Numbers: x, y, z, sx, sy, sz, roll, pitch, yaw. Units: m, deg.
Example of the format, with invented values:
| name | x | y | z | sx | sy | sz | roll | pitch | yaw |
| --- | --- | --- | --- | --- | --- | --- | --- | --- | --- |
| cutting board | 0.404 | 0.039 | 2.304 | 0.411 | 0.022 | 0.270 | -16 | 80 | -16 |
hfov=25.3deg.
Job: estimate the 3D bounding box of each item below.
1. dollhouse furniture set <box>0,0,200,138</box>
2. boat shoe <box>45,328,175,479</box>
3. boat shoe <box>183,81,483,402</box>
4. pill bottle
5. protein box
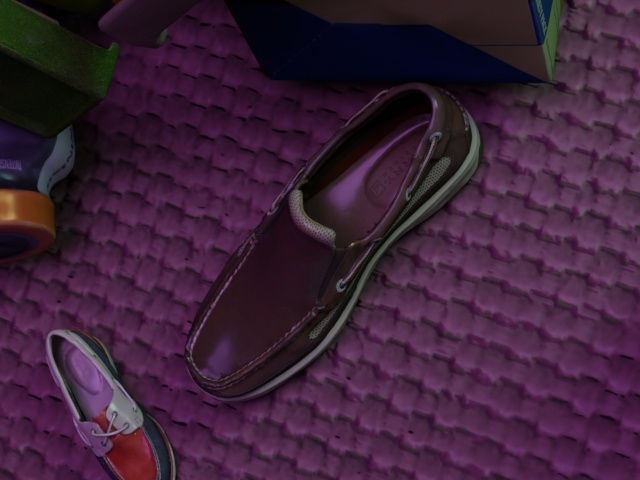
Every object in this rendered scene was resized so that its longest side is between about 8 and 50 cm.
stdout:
| name | x | y | z | sx | sy | sz | roll | pitch | yaw |
| --- | --- | --- | --- | --- | --- | --- | --- | --- | --- |
| dollhouse furniture set | -0.143 | -0.218 | 0.856 | 0.301 | 0.151 | 0.197 | -26 | 46 | 51 |
| boat shoe | -0.146 | 0.118 | 0.973 | 0.049 | 0.043 | 0.137 | -34 | 70 | 5 |
| boat shoe | -0.006 | -0.005 | 0.931 | 0.095 | 0.095 | 0.257 | 40 | 91 | 23 |
| pill bottle | -0.246 | -0.109 | 1.018 | 0.130 | 0.130 | 0.246 | -15 | 73 | 14 |
| protein box | 0.057 | -0.222 | 0.924 | 0.200 | 0.136 | 0.201 | 3 | 64 | 19 |
